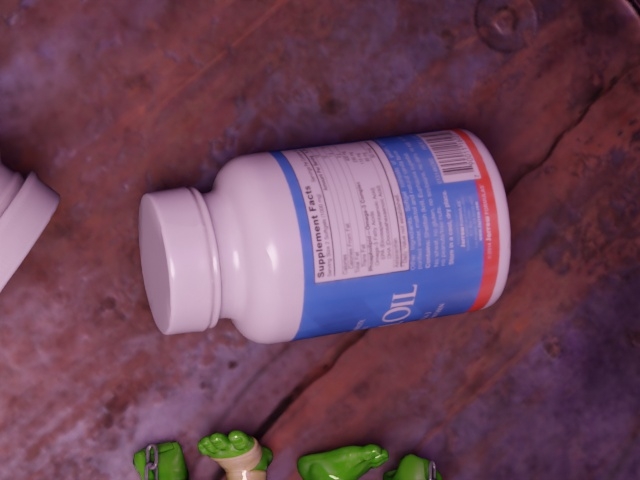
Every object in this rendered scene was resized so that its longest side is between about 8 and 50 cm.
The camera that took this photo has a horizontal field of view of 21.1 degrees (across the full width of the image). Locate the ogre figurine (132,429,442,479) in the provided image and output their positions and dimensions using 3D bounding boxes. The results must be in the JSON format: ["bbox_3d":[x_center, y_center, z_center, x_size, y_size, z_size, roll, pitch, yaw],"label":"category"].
[{"bbox_3d":[-0.018,0.191,1.109,0.197,0.097,0.118,12,65,-30],"label":"ogre figurine"}]

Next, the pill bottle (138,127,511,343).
[{"bbox_3d":[0.000,0.000,1.107,0.221,0.124,0.124,-8,89,-16],"label":"pill bottle"}]

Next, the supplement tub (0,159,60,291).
[{"bbox_3d":[-0.308,-0.039,0.983,0.272,0.191,0.191,37,77,-11],"label":"supplement tub"}]
